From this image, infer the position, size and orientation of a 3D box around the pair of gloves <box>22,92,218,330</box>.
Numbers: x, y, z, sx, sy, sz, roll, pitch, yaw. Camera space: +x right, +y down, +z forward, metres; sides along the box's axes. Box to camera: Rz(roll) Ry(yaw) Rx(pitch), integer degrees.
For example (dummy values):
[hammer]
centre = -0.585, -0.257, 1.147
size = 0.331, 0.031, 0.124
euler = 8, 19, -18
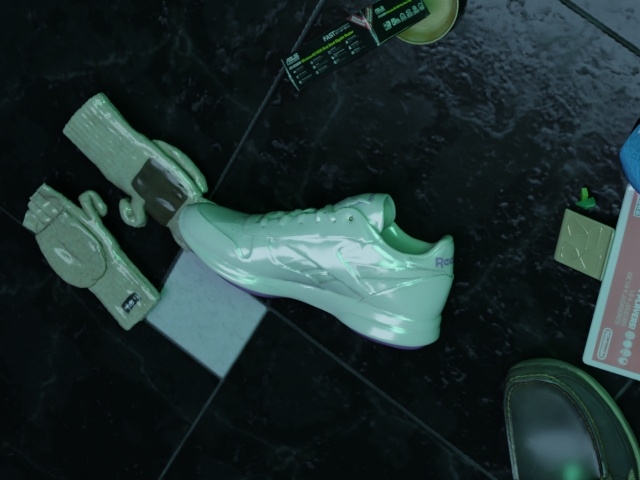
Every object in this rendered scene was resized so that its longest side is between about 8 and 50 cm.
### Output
[pair of gloves]
centre = -0.234, -0.033, 1.444
size = 0.204, 0.042, 0.240
euler = 39, 122, 2

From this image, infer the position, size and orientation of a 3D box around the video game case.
[video game case]
centre = 0.414, 0.071, 1.202
size = 0.285, 0.025, 0.204
euler = 17, 116, 17

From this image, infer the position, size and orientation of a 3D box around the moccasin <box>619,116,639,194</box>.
[moccasin]
centre = 0.416, -0.143, 1.060
size = 0.342, 0.117, 0.138
euler = -19, 91, 17

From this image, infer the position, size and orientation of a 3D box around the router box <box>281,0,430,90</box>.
[router box]
centre = 0.034, -0.198, 1.212
size = 0.122, 0.092, 0.038
euler = -23, 99, 45

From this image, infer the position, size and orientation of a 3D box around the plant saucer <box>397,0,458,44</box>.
[plant saucer]
centre = 0.098, -0.236, 1.228
size = 0.083, 0.015, 0.083
euler = 9, 114, 22

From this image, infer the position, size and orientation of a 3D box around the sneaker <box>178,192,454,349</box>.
[sneaker]
centre = 0.000, 0.000, 1.325
size = 0.305, 0.114, 0.152
euler = 20, 108, 8

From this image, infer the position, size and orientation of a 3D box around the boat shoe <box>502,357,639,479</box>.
[boat shoe]
centre = 0.273, 0.294, 1.291
size = 0.132, 0.130, 0.355
euler = -16, 103, 28

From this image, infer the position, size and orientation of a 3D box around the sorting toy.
[sorting toy]
centre = 0.266, -0.008, 1.236
size = 0.062, 0.012, 0.083
euler = 30, 122, 38
